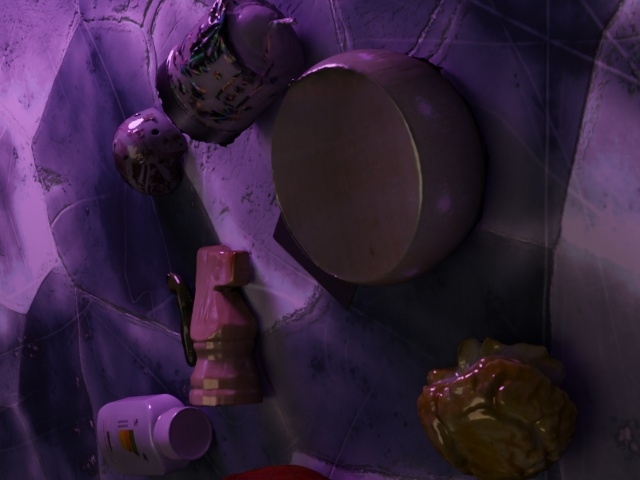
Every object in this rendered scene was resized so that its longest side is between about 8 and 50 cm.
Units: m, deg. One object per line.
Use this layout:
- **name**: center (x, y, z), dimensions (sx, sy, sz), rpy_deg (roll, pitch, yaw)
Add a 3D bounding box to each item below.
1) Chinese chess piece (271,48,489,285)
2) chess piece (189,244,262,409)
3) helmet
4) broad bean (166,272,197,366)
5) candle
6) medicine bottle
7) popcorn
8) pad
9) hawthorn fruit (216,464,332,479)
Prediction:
- **Chinese chess piece**: center (0.080, -0.107, 1.614), dimensions (0.349, 0.146, 0.349), rpy_deg (16, 113, 45)
- **chess piece**: center (-0.180, 0.156, 2.015), dimensions (0.137, 0.137, 0.300), rpy_deg (-10, 82, 49)
- **helmet**: center (-0.345, -0.165, 2.110), dimensions (0.153, 0.107, 0.177), rpy_deg (40, 127, 31)
- **broad bean**: center (-0.262, 0.147, 2.142), dimensions (0.061, 0.046, 0.195), rpy_deg (-41, 64, 58)
- **candle**: center (-0.125, -0.298, 1.767), dimensions (0.330, 0.187, 0.187), rpy_deg (-36, 73, 45)
- **medicine bottle**: center (-0.347, 0.402, 2.257), dimensions (0.296, 0.111, 0.161), rpy_deg (-12, 91, 48)
- **popcorn**: center (0.242, 0.237, 1.500), dimensions (0.221, 0.183, 0.204), rpy_deg (-11, 122, 46)
- **pad**: center (0.000, 0.000, 1.840), dimensions (0.211, 0.003, 0.143), rpy_deg (44, 130, 32)
- **hawthorn fruit**: center (-0.052, 0.530, 1.835), dimensions (0.324, 0.308, 0.308), rpy_deg (-118, 37, -52)
